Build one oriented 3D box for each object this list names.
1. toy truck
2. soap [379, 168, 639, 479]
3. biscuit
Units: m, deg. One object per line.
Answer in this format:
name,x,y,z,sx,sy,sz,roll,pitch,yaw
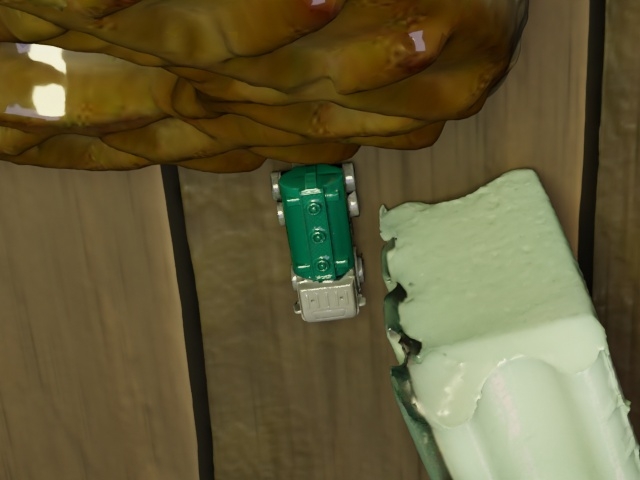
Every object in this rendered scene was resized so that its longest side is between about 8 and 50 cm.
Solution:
toy truck,0.000,0.000,0.758,0.039,0.044,0.083,-6,123,3
soap,0.111,0.110,0.774,0.094,0.150,0.261,-17,123,10
biscuit,-0.092,-0.093,0.549,0.332,0.332,0.103,5,81,-8
